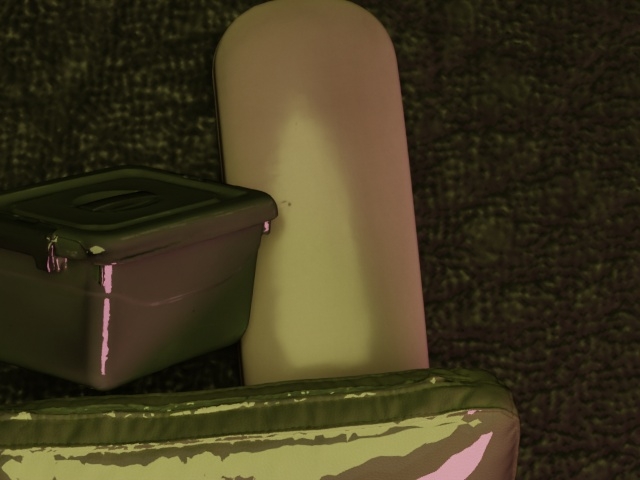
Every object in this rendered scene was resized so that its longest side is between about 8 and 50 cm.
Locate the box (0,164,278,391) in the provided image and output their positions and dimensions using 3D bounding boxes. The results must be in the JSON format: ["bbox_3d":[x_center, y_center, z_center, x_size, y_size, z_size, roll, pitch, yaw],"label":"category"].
[{"bbox_3d":[-0.114,0.020,1.116,0.124,0.172,0.093,12,107,33],"label":"box"}]

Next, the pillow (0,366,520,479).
[{"bbox_3d":[-0.052,0.182,1.117,0.322,0.120,0.255,-5,124,-6],"label":"pillow"}]

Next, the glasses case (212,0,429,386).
[{"bbox_3d":[0.000,0.000,1.201,0.113,0.075,0.297,-5,85,-5],"label":"glasses case"}]
